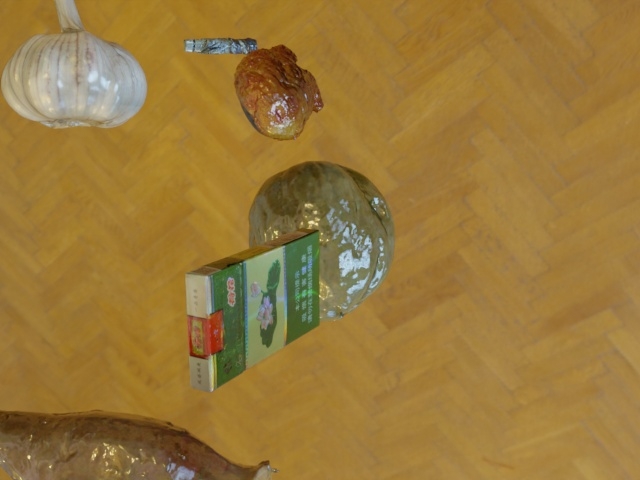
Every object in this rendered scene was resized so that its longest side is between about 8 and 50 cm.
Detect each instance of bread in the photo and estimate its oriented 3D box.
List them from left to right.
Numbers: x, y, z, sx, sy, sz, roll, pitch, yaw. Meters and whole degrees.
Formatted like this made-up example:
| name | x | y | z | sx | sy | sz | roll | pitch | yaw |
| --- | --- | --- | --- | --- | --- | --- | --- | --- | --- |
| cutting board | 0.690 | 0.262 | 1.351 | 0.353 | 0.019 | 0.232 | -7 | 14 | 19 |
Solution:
| name | x | y | z | sx | sy | sz | roll | pitch | yaw |
| --- | --- | --- | --- | --- | --- | --- | --- | --- | --- |
| bread | -0.055 | -0.233 | 1.222 | 0.095 | 0.269 | 0.139 | -29 | 103 | 27 |

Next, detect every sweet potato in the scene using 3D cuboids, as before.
| name | x | y | z | sx | sy | sz | roll | pitch | yaw |
| --- | --- | --- | --- | --- | --- | --- | --- | --- | --- |
| sweet potato | -0.214 | 0.233 | 0.835 | 0.337 | 0.131 | 0.131 | 23 | 128 | 1 |

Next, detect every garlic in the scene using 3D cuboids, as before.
| name | x | y | z | sx | sy | sz | roll | pitch | yaw |
| --- | --- | --- | --- | --- | --- | --- | --- | --- | --- |
| garlic | -0.348 | -0.270 | 1.134 | 0.199 | 0.199 | 0.226 | -4 | 91 | 26 |

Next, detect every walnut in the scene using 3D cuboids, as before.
| name | x | y | z | sx | sy | sz | roll | pitch | yaw |
| --- | --- | --- | --- | --- | --- | --- | --- | --- | --- |
| walnut | 0.000 | 0.000 | 1.387 | 0.283 | 0.227 | 0.283 | -2 | 81 | 14 |

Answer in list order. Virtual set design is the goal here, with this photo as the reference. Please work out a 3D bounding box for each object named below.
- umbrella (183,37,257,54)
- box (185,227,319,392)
| name | x | y | z | sx | sy | sz | roll | pitch | yaw |
| --- | --- | --- | --- | --- | --- | --- | --- | --- | --- |
| umbrella | -0.249 | -0.490 | 2.029 | 0.188 | 0.050 | 0.046 | -3 | 109 | -23 |
| box | -0.070 | 0.072 | 0.938 | 0.034 | 0.235 | 0.132 | 8 | 106 | 29 |
